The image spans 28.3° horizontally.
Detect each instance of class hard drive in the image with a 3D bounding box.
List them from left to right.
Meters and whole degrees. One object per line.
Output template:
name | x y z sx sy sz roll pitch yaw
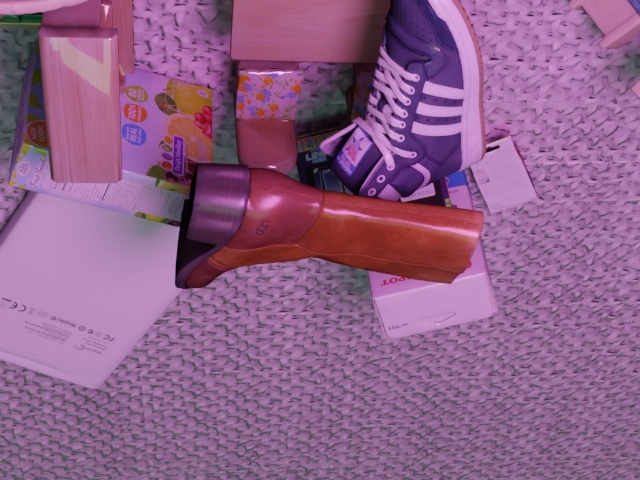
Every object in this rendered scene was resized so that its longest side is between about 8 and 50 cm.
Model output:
hard drive | -0.306 0.047 1.624 0.233 0.047 0.353 23 129 -26

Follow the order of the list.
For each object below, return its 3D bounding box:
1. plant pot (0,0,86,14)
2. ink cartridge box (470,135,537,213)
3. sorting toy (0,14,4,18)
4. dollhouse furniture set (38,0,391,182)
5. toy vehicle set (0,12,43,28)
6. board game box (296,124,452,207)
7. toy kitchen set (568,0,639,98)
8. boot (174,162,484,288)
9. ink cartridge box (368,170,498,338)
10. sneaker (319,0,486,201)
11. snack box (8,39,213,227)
plant pot | -0.253 -0.403 0.994 0.334 0.305 0.334 -4 135 -4
ink cartridge box | 0.220 -0.087 1.561 0.063 0.029 0.115 -19 133 13
sorting toy | -0.398 -0.278 1.246 0.208 0.038 0.193 -27 132 14
dollhouse furniture set | -0.064 -0.204 1.250 0.394 0.256 0.362 0 135 -7
toy vehicle set | -0.406 -0.292 1.278 0.267 0.035 0.166 0 135 -6
board game box | 0.062 -0.067 1.485 0.170 0.141 0.048 -11 168 6
toy kitchen set | 0.402 -0.242 1.405 0.122 0.166 0.207 -43 161 32
boot | 0.000 0.000 1.279 0.280 0.096 0.264 8 154 -10
ink cartridge box | 0.125 0.010 1.532 0.140 0.190 0.082 -14 135 7
sneaker | 0.071 -0.135 1.221 0.153 0.099 0.282 -29 145 -8
snack box | -0.223 -0.114 1.379 0.207 0.174 0.070 13 134 -19
